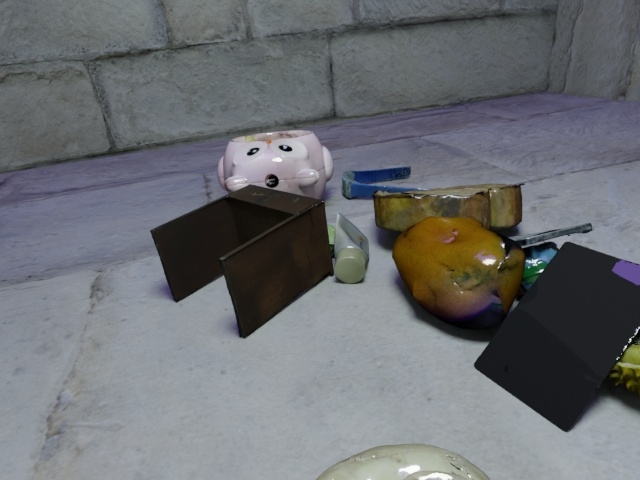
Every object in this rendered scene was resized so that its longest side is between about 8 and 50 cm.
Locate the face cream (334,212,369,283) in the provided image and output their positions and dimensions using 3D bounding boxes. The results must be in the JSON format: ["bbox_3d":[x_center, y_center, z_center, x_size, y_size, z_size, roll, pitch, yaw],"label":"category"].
[{"bbox_3d":[0.076,0.011,1.016,0.070,0.114,0.224,-41,16,26],"label":"face cream"}]

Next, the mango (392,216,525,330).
[{"bbox_3d":[0.253,0.051,0.811,0.201,0.152,0.287,-20,26,-7],"label":"mango"}]

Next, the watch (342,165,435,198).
[{"bbox_3d":[0.215,-0.179,1.416,0.275,0.068,0.276,-4,25,-7],"label":"watch"}]

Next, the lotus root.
[{"bbox_3d":[0.314,-0.092,1.098,0.391,0.111,0.375,-8,14,-24],"label":"lotus root"}]

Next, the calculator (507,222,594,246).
[{"bbox_3d":[0.408,0.003,0.885,0.161,0.021,0.262,-12,-4,-17],"label":"calculator"}]

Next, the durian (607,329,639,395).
[{"bbox_3d":[0.465,0.177,0.598,0.146,0.102,0.208,-13,4,-18],"label":"durian"}]

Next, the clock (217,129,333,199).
[{"bbox_3d":[-0.138,-0.194,1.299,0.368,0.250,0.376,-6,20,-2],"label":"clock"}]

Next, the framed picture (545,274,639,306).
[{"bbox_3d":[0.538,0.093,0.710,0.281,0.019,0.209,2,14,-42],"label":"framed picture"}]

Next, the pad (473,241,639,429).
[{"bbox_3d":[0.369,0.128,0.632,0.265,0.009,0.159,-51,37,-5],"label":"pad"}]

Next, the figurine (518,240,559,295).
[{"bbox_3d":[0.424,0.058,0.849,0.144,0.114,0.178,-14,3,41],"label":"figurine"}]

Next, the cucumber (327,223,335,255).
[{"bbox_3d":[0.000,0.000,1.081,0.116,0.062,0.115,20,34,11],"label":"cucumber"}]

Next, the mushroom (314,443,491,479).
[{"bbox_3d":[0.082,0.277,0.345,0.246,0.202,0.246,5,28,-2],"label":"mushroom"}]

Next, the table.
[{"bbox_3d":[-0.159,0.028,0.919,0.251,0.196,0.282,16,36,36],"label":"table"}]
